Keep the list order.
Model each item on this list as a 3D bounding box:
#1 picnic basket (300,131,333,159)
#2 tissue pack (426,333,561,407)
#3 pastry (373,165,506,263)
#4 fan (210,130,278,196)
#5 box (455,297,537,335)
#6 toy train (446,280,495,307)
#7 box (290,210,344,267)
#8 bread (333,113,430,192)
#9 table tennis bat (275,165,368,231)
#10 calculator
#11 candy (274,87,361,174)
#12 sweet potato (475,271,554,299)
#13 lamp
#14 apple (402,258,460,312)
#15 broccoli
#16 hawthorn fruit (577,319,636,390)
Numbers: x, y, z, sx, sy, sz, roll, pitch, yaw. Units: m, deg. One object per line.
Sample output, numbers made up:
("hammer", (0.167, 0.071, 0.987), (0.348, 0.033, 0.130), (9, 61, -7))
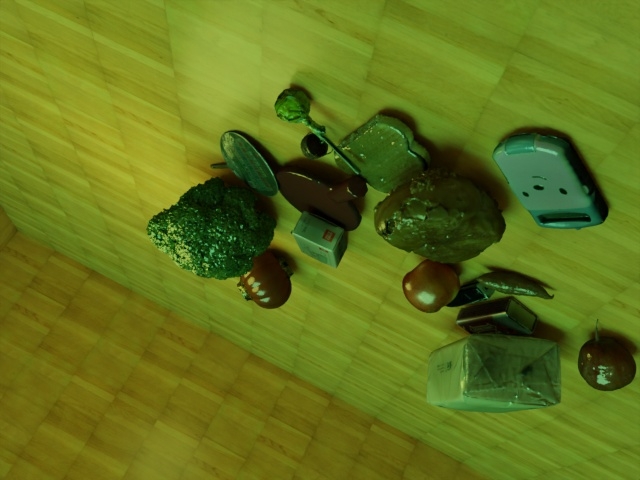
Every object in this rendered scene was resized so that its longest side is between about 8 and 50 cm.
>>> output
("picnic basket", (-0.006, -0.237, 1.699), (0.072, 0.072, 0.083), (41, 153, -23))
("tissue pack", (0.507, 0.406, 2.080), (0.297, 0.207, 0.380), (5, 164, -4))
("pastry", (0.270, -0.061, 1.579), (0.255, 0.162, 0.311), (-21, 152, 39))
("fan", (-0.215, -0.200, 2.005), (0.223, 0.012, 0.294), (43, 154, -1))
("box", (0.514, 0.234, 2.032), (0.120, 0.069, 0.224), (35, 154, -15))
("toy train", (0.419, 0.154, 2.013), (0.055, 0.048, 0.252), (43, 159, -5))
("box", (0.000, 0.000, 2.049), (0.135, 0.079, 0.269), (25, 170, 9))
("bread", (0.156, -0.191, 1.623), (0.207, 0.056, 0.286), (39, 157, -17))
("table tennis bat", (0.012, -0.116, 1.872), (0.268, 0.051, 0.414), (38, 163, -15))
("calculator", (0.476, -0.116, 1.436), (0.173, 0.051, 0.293), (-2, 140, 47))
("candy", (0.000, -0.250, 1.617), (0.262, 0.073, 0.077), (45, 131, -5))
("sweet potato", (0.515, 0.118, 1.834), (0.206, 0.060, 0.068), (16, -171, 23))
("lamp", (-0.195, 0.136, 2.445), (0.223, 0.196, 0.223), (60, 178, 3))
("apple", (0.309, 0.124, 1.945), (0.139, 0.163, 0.163), (46, 155, 4))
("broccoli", (-0.321, -0.034, 2.128), (0.413, 0.310, 0.321), (1, -179, -19))
("hawthorn fruit", (0.754, 0.325, 1.864), (0.189, 0.149, 0.149), (38, 154, -20))
